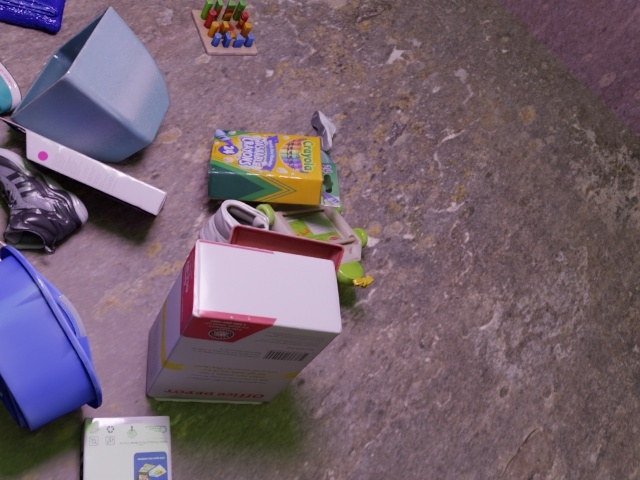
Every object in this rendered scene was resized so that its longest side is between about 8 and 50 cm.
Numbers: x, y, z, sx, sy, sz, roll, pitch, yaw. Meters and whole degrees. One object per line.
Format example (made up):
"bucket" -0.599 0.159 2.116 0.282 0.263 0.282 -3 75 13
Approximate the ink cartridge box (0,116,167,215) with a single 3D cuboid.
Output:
"ink cartridge box" -0.518 -0.153 1.510 0.370 0.175 0.069 27 84 -13

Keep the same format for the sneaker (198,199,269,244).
"sneaker" -0.148 0.038 1.599 0.292 0.169 0.108 44 49 0

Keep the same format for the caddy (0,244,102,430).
"caddy" -0.519 0.176 1.247 0.179 0.241 0.341 -32 98 -33

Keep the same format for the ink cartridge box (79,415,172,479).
"ink cartridge box" -0.358 0.495 1.270 0.165 0.065 0.333 7 57 -25

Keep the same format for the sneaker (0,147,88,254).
"sneaker" -0.638 -0.080 1.447 0.268 0.101 0.153 34 48 -9

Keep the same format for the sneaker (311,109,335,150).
"sneaker" 0.019 -0.312 1.972 0.061 0.054 0.152 16 44 -31

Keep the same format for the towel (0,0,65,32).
"towel" -0.799 -0.653 1.734 0.308 0.076 0.228 10 58 -23

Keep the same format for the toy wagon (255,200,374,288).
"toy wagon" 0.000 0.000 1.712 0.267 0.068 0.344 -10 54 -45

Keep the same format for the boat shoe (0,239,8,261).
"boat shoe" -0.716 -0.025 1.368 0.324 0.117 0.097 29 54 -3

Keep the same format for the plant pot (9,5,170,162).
"plant pot" -0.499 -0.325 1.590 0.252 0.247 0.247 42 45 -32

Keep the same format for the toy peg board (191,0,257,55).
"toy peg board" -0.269 -0.625 2.001 0.161 0.079 0.161 -9 66 -32

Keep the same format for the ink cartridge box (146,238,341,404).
"ink cartridge box" -0.168 0.179 1.363 0.279 0.385 0.161 9 54 -23

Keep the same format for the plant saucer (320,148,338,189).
"plant saucer" -0.032 -0.217 1.874 0.194 0.037 0.195 18 41 -16

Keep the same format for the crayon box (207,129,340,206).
"crayon box" -0.110 -0.182 1.714 0.322 0.083 0.203 4 38 -6

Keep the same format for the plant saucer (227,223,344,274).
"plant saucer" -0.104 0.096 1.560 0.259 0.259 0.048 11 20 -17

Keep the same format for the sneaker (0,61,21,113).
"sneaker" -0.829 -0.383 1.523 0.295 0.124 0.178 47 38 3
